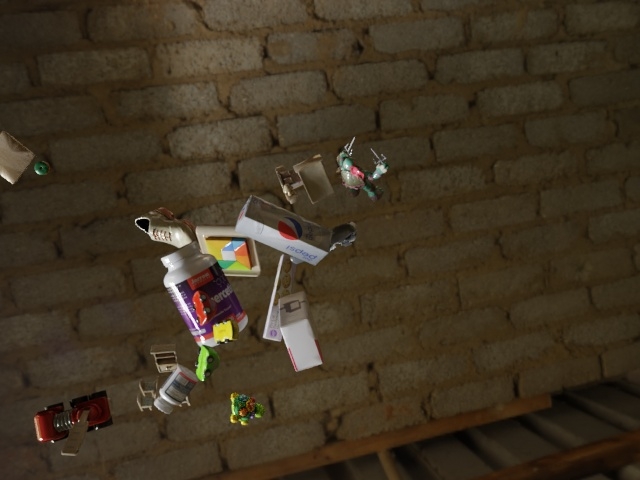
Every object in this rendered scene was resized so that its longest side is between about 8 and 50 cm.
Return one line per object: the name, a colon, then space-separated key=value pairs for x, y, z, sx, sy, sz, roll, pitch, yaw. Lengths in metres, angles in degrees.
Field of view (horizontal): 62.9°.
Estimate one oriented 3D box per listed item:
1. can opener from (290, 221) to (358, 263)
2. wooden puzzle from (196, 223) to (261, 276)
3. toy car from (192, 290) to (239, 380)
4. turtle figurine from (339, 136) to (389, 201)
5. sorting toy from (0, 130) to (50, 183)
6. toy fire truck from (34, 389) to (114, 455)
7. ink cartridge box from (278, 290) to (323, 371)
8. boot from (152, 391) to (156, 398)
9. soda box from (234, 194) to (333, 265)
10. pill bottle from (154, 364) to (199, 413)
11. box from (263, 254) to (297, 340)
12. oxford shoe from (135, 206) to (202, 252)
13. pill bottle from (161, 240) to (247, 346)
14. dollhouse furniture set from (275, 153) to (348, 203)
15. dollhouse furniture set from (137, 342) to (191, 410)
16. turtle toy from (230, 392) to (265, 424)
can opener: x=0.000 y=0.000 z=1.816 sx=0.284 sy=0.075 sz=0.095 roll=-21 pitch=145 yaw=28
wooden puzzle: x=-0.351 y=0.045 z=2.002 sx=0.221 sy=0.238 sz=0.044 roll=2 pitch=-141 yaw=7
toy car: x=-0.298 y=0.279 z=1.448 sx=0.053 sy=0.224 sz=0.239 roll=2 pitch=-163 yaw=-40
turtle figurine: x=0.114 y=-0.206 z=1.571 sx=0.175 sy=0.118 sz=0.234 roll=35 pitch=166 yaw=29
sorting toy: x=-1.090 y=-0.297 z=1.832 sx=0.132 sy=0.275 sz=0.046 roll=-49 pitch=-171 yaw=7
toy fire truck: x=-0.779 y=0.576 z=1.619 sx=0.217 sy=0.158 sz=0.246 roll=-14 pitch=170 yaw=-7
ink cartridge box: x=-0.069 y=0.299 z=1.766 sx=0.100 sy=0.171 sz=0.237 roll=-18 pitch=-163 yaw=0
boot: x=-0.822 y=0.755 z=2.640 sx=0.037 sy=0.106 sz=0.114 roll=9 pitch=173 yaw=-29
soda box: x=-0.111 y=-0.030 z=1.622 sx=0.287 sy=0.091 sz=0.098 roll=24 pitch=143 yaw=-16
pill bottle: x=-0.600 y=0.619 z=2.169 sx=0.180 sy=0.108 sz=0.108 roll=-53 pitch=-164 yaw=-10
box: x=-0.150 y=0.215 z=1.982 sx=0.067 sy=0.323 sz=0.063 roll=15 pitch=167 yaw=-11
oxford shoe: x=-0.651 y=-0.024 z=2.255 sx=0.397 sy=0.140 sz=0.147 roll=23 pitch=-147 yaw=40
pill bottle: x=-0.380 y=0.170 z=1.685 sx=0.182 sy=0.322 sz=0.181 roll=-26 pitch=-171 yaw=5
dollhouse furniture set: x=-0.045 y=-0.330 z=2.182 sx=0.304 sy=0.173 sz=0.355 roll=-25 pitch=-143 yaw=0
dollhouse furniture set: x=-0.689 y=0.604 z=2.314 sx=0.212 sy=0.160 sz=0.242 roll=-5 pitch=-136 yaw=-5
turtle toy: x=-0.239 y=0.550 z=1.715 sx=0.066 sy=0.095 sz=0.130 roll=-26 pitch=141 yaw=27
